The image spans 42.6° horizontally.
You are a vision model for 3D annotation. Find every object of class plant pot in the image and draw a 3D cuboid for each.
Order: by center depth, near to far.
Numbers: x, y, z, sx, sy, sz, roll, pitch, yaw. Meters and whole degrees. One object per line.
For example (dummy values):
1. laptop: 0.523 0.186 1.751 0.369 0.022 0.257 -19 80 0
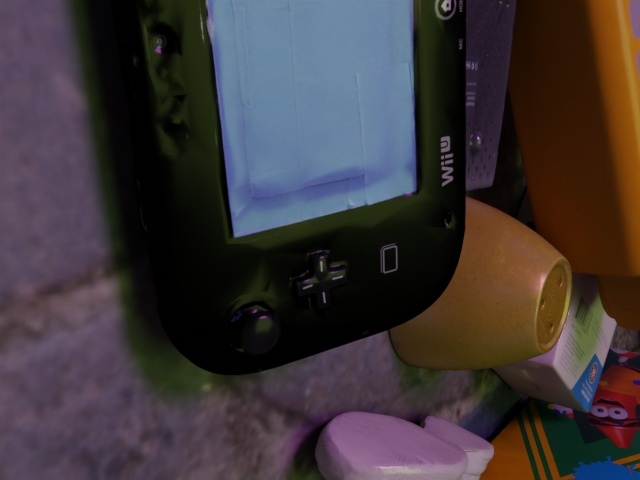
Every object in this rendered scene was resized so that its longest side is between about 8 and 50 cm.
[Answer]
1. plant pot: 0.124 0.038 0.592 0.134 0.095 0.134 -22 118 -51

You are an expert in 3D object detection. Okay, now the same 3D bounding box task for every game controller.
1. game controller: -0.007 -0.097 0.359 0.166 0.067 0.319 -11 113 -18

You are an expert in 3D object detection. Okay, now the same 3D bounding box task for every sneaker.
1. sneaker: 0.057 0.174 0.561 0.212 0.080 0.094 23 92 -56

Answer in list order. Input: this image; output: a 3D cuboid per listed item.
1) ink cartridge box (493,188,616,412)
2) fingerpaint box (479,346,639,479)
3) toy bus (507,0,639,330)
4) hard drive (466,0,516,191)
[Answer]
1. ink cartridge box: 0.230 0.023 0.754 0.134 0.078 0.231 44 64 -49
2. fingerpaint box: 0.263 0.381 0.832 0.371 0.163 0.445 -23 118 -51
3. toy bus: 0.219 -0.088 0.605 0.130 0.108 0.333 -22 105 -34
4. hard drive: 0.064 -0.153 0.488 0.172 0.054 0.255 -14 111 -53
